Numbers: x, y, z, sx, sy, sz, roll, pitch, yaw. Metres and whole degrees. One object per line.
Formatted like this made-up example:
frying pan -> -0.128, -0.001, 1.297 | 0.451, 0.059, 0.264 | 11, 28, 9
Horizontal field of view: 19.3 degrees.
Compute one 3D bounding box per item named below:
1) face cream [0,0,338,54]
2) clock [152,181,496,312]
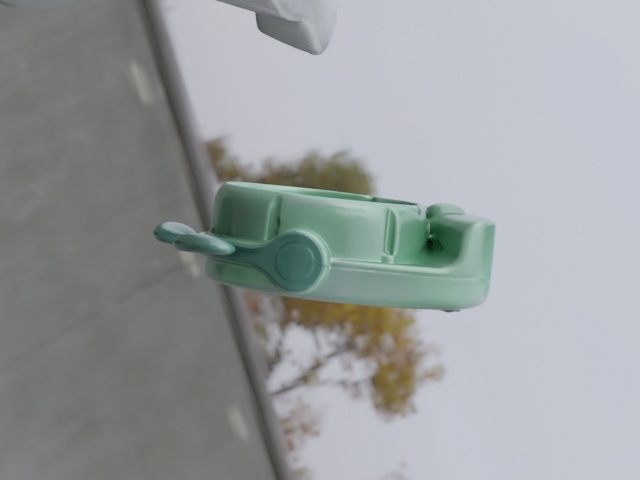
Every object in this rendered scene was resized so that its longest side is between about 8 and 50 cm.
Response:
face cream -> -0.161, -0.178, 0.818 | 0.145, 0.369, 0.145 | -164, -90, -88
clock -> 0.000, 0.001, 1.102 | 0.148, 0.188, 0.060 | -162, -103, -70
